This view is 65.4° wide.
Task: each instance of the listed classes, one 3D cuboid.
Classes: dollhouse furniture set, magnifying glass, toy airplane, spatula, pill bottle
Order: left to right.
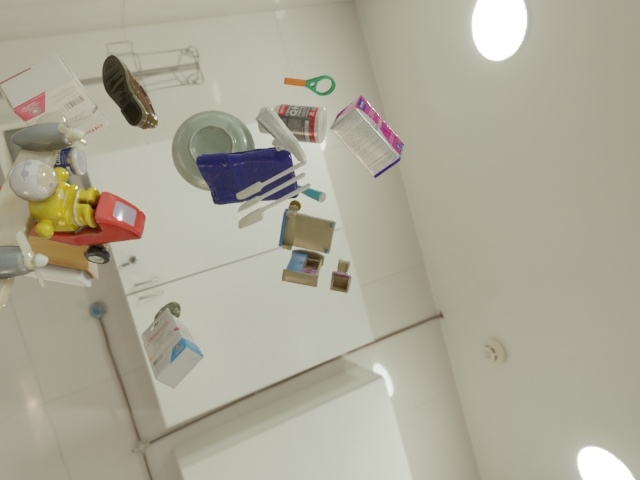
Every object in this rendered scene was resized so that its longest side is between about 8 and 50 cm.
[{"bbox_3d":[-0.633,-0.089,1.075,0.386,0.384,0.272,50,-33,8],"label":"toy airplane"},{"bbox_3d":[-0.879,-0.258,1.657,0.094,0.169,0.094,174,-90,-88],"label":"pill bottle"},{"bbox_3d":[-0.136,-0.135,1.425,0.019,0.242,0.168,56,15,-38],"label":"spatula"},{"bbox_3d":[-0.137,-0.578,2.454,0.176,0.318,0.176,8,90,-79],"label":"pill bottle"},{"bbox_3d":[-0.043,-0.662,2.110,0.092,0.230,0.026,115,-34,-43],"label":"magnifying glass"},{"bbox_3d":[0.000,0.000,1.896,0.198,0.286,0.304,-72,171,-66],"label":"dollhouse furniture set"}]

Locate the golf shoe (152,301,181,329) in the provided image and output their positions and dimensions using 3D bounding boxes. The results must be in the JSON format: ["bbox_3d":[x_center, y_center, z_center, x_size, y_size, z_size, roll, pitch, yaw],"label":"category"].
[{"bbox_3d":[-0.491,0.266,1.564,0.069,0.176,0.086,30,1,-5],"label":"golf shoe"}]

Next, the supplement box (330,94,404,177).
[{"bbox_3d":[0.150,-0.327,1.572,0.220,0.111,0.114,43,-53,-18],"label":"supplement box"}]

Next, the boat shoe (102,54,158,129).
[{"bbox_3d":[-0.701,-0.537,1.836,0.110,0.104,0.307,-31,-101,21],"label":"boat shoe"}]

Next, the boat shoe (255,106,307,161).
[{"bbox_3d":[-0.111,-0.287,1.399,0.184,0.063,0.066,52,-3,-8],"label":"boat shoe"}]

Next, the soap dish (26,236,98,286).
[{"bbox_3d":[-0.807,0.061,1.524,0.291,0.228,0.118,151,-50,-69],"label":"soap dish"}]

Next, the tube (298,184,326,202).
[{"bbox_3d":[-0.064,-0.243,2.480,0.207,0.052,0.080,24,-12,37],"label":"tube"}]

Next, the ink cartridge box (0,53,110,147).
[{"bbox_3d":[-0.854,-0.435,1.625,0.117,0.207,0.283,54,-11,14],"label":"ink cartridge box"}]

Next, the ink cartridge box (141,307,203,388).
[{"bbox_3d":[-0.363,0.256,1.211,0.061,0.104,0.181,45,-3,-38],"label":"ink cartridge box"}]

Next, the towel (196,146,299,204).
[{"bbox_3d":[-0.232,-0.218,1.653,0.228,0.308,0.076,80,8,-55],"label":"towel"}]

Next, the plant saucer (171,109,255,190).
[{"bbox_3d":[-0.514,-0.439,2.383,0.100,0.400,0.401,146,-74,-83],"label":"plant saucer"}]
